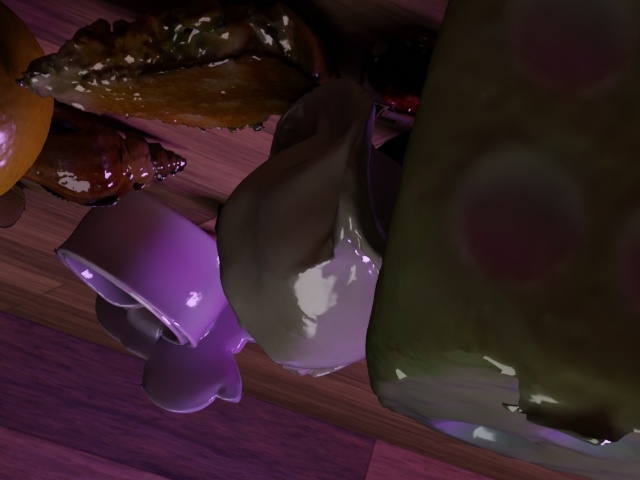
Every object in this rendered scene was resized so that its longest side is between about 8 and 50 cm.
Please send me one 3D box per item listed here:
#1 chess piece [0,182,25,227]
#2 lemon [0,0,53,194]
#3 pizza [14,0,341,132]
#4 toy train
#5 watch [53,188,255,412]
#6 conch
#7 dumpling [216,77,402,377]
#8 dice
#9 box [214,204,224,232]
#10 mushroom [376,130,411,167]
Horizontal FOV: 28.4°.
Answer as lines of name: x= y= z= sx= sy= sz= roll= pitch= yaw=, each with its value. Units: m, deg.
chess piece: x=-0.453 y=-0.059 z=1.601 sx=0.172 sy=0.060 sz=0.060 roll=13 pitch=166 yaw=31
lemon: x=-0.291 y=-0.111 z=0.944 sx=0.178 sy=0.178 sz=0.203 roll=16 pitch=164 yaw=4
pizza: x=-0.087 y=-0.125 z=0.879 sx=0.226 sy=0.069 sz=0.147 roll=-4 pitch=165 yaw=37
toy train: x=0.091 y=-0.092 z=0.834 sx=0.138 sy=0.050 sz=0.087 roll=17 pitch=171 yaw=-5
watch: x=-0.175 y=0.057 z=1.432 sx=0.248 sy=0.211 sz=0.217 roll=32 pitch=166 yaw=19
conch: x=-0.243 y=-0.084 z=1.181 sx=0.233 sy=0.086 sz=0.080 roll=20 pitch=166 yaw=-19
dumpling: x=0.000 y=0.000 z=0.839 sx=0.132 sy=0.162 sz=0.250 roll=0 pitch=149 yaw=-14
dice: x=0.169 y=-0.008 z=0.643 sx=0.252 sy=0.254 sz=0.250 roll=14 pitch=169 yaw=7
box: x=-0.050 y=-0.005 z=1.381 sx=0.126 sy=0.031 sz=0.091 roll=9 pitch=165 yaw=35
mushroom: x=0.085 y=-0.025 z=0.939 sx=0.188 sy=0.141 sz=0.117 roll=-14 pitch=112 yaw=48
